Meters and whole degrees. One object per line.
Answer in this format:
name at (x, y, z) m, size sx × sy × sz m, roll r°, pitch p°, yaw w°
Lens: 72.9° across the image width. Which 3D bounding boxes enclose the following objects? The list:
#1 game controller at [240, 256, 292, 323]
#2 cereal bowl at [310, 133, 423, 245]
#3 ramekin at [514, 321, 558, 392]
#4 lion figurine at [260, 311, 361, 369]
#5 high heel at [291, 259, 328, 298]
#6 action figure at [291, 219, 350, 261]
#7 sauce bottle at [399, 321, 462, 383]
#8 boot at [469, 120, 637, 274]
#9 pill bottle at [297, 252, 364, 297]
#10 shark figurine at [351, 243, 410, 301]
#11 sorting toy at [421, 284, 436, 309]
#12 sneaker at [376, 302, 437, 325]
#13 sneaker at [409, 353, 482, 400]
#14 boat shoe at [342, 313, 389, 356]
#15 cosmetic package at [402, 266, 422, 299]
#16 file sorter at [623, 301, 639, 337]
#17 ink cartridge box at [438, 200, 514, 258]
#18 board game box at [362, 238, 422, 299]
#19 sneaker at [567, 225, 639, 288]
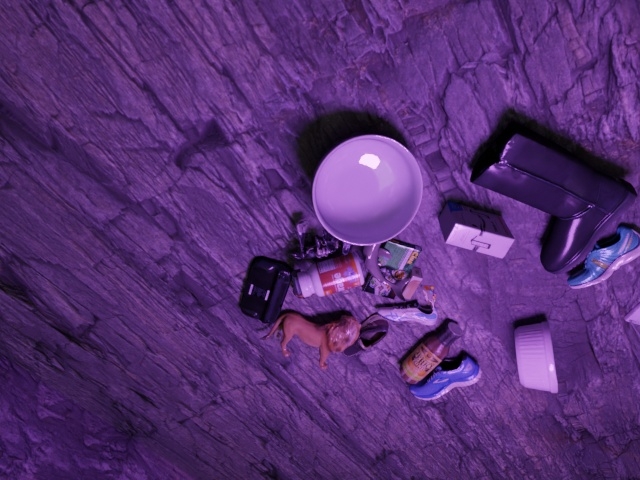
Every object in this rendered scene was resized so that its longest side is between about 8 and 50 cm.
game controller at (-0.221, 0.204, 1.725) m, size 0.167 × 0.067 × 0.318 m, roll 25°, pitch 124°, yaw 6°
cereal bowl at (0.131, -0.161, 1.337) m, size 0.340 × 0.141 × 0.338 m, roll -3°, pitch 106°, yaw -10°
ramekin at (0.836, 0.453, 1.688) m, size 0.127 × 0.272 × 0.272 m, roll -8°, pitch 126°, yaw 25°
lion figurine at (-0.044, 0.379, 1.785) m, size 0.393 × 0.142 × 0.240 m, roll 14°, pitch 119°, yaw 0°
high heel at (0.021, 0.159, 1.667) m, size 0.262 × 0.093 × 0.186 m, roll -6°, pitch 145°, yaw -2°
action figure at (0.000, 0.000, 1.501) m, size 0.164 × 0.140 × 0.276 m, roll 1°, pitch 172°, yaw -28°
sauce bottle at (0.462, 0.470, 1.821) m, size 0.112 × 0.111 × 0.344 m, roll 23°, pitch 124°, yaw -11°
boot at (0.665, -0.115, 1.347) m, size 0.446 × 0.146 × 0.366 m, roll 21°, pitch 117°, yaw -13°
pill bottle at (0.034, 0.126, 1.513) m, size 0.217 × 0.121 × 0.121 m, roll -17°, pitch 124°, yaw -1°
shark figurine at (0.196, 0.100, 1.541) m, size 0.167 × 0.116 × 0.278 m, roll -15°, pitch 111°, yaw 30°
sorting toy at (0.422, 0.223, 1.662) m, size 0.045 × 0.075 × 0.083 m, roll -16°, pitch 124°, yaw 16°
sneaker at (0.344, 0.282, 1.720) m, size 0.238 × 0.085 × 0.086 m, roll 5°, pitch 100°, yaw 6°
sneaker at (0.528, 0.586, 1.909) m, size 0.330 × 0.129 × 0.147 m, roll -34°, pitch 102°, yaw 22°
boat shoe at (0.180, 0.415, 1.814) m, size 0.103 × 0.092 × 0.285 m, roll 34°, pitch 122°, yaw -19°
cosmetic package at (0.341, 0.161, 1.635) m, size 0.041 × 0.060 × 0.115 m, roll 16°, pitch 127°, yaw -7°
file sorter at (1.339, 0.317, 1.588) m, size 0.278 × 0.173 × 0.192 m, roll 16°, pitch 126°, yaw -7°
ink cartridge box at (0.506, -0.037, 1.420) m, size 0.204 × 0.148 × 0.085 m, roll 14°, pitch 124°, yaw -6°
board game box at (0.264, 0.110, 1.625) m, size 0.136 × 0.030 × 0.259 m, roll 18°, pitch 126°, yaw -5°
sneaker at (0.966, 0.060, 1.498) m, size 0.110 × 0.107 × 0.275 m, roll 40°, pitch 117°, yaw 1°
